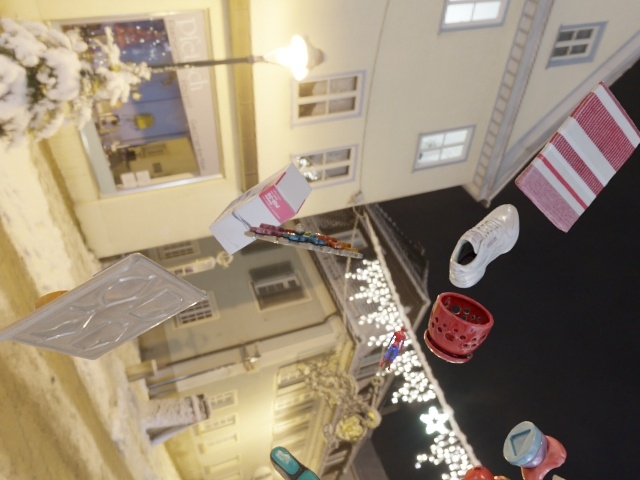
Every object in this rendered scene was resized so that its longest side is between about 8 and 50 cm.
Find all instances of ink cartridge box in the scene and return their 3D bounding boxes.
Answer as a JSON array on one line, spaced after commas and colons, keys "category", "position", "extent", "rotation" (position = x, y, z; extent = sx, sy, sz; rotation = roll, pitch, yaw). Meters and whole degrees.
[{"category": "ink cartridge box", "position": [-0.187, -0.100, 1.606], "extent": [0.117, 0.283, 0.207], "rotation": [53, 27, -16]}]

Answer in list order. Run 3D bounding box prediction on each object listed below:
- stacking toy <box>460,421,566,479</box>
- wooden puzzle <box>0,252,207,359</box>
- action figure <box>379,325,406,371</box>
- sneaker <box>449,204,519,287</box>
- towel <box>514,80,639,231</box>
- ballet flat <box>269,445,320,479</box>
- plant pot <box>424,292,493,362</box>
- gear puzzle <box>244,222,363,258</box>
[{"category": "stacking toy", "position": [0.544, 0.670, 1.439], "extent": [0.130, 0.309, 0.279], "rotation": [37, 8, -2]}, {"category": "wooden puzzle", "position": [-0.459, 0.141, 1.118], "extent": [0.080, 0.322, 0.348], "rotation": [62, 2, 21]}, {"category": "action figure", "position": [0.182, 0.264, 1.261], "extent": [0.038, 0.115, 0.030], "rotation": [23, -11, 24]}, {"category": "sneaker", "position": [0.495, 0.002, 1.532], "extent": [0.114, 0.305, 0.152], "rotation": [32, -14, 35]}, {"category": "towel", "position": [0.680, -0.213, 1.346], "extent": [0.237, 0.329, 0.037], "rotation": [37, 4, -27]}, {"category": "ballet flat", "position": [-0.058, 0.643, 1.385], "extent": [0.206, 0.073, 0.067], "rotation": [38, -34, 33]}, {"category": "plant pot", "position": [0.442, 0.291, 1.680], "extent": [0.191, 0.191, 0.174], "rotation": [53, -51, 52]}, {"category": "gear puzzle", "position": [0.000, 0.000, 1.106], "extent": [0.175, 0.339, 0.044], "rotation": [11, -91, 28]}]
